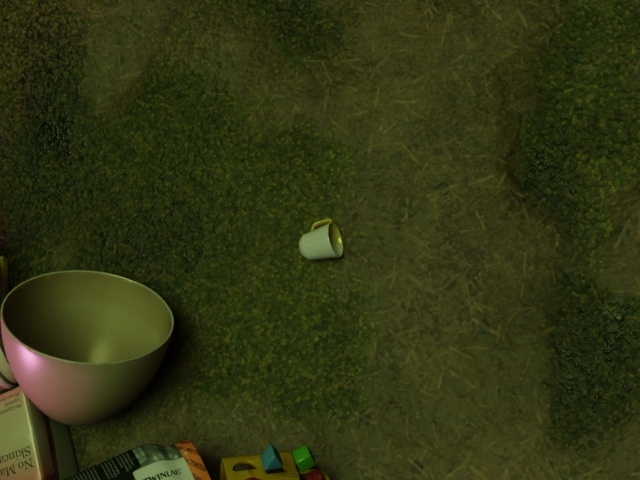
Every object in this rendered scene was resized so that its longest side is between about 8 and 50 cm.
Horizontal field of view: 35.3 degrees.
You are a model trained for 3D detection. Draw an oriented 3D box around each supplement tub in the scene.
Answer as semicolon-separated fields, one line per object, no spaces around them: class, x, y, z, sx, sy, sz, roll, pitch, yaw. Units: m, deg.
supplement tub;-0.326;0.448;1.595;0.316;0.194;0.194;-23;66;-18

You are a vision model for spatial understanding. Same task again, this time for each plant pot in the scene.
plant pot;-0.406;0.204;1.722;0.284;0.284;0.191;25;119;23

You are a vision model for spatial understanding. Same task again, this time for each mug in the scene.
mug;0.001;0.004;1.750;0.064;0.078;0.062;-16;102;22

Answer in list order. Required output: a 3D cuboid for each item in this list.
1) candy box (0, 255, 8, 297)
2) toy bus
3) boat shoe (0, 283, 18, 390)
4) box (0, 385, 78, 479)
candy box;-0.643;0.136;1.912;0.105;0.027;0.206;-17;62;14
toy bus;-0.067;0.390;1.618;0.191;0.202;0.104;-39;36;11
boat shoe;-0.678;0.072;1.832;0.156;0.187;0.500;-27;61;0
box;-0.524;0.391;1.756;0.148;0.127;0.232;-23;68;10
